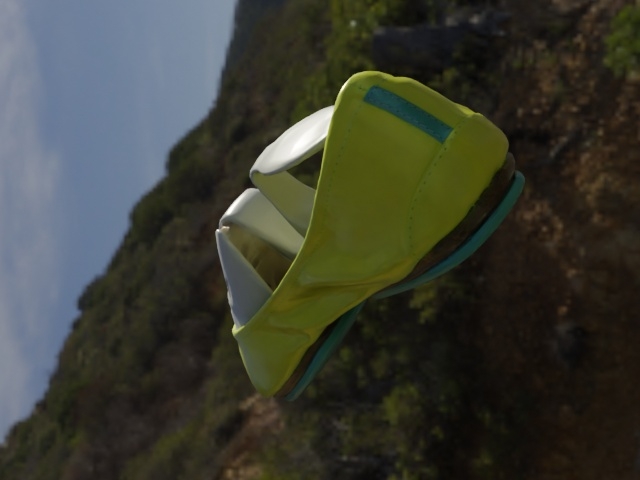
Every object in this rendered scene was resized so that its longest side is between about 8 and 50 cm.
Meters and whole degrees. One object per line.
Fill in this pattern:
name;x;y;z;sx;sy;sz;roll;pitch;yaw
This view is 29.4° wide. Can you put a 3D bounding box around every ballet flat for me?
ballet flat;0.000;0.000;0.483;0.077;0.077;0.231;-56;4;-27
